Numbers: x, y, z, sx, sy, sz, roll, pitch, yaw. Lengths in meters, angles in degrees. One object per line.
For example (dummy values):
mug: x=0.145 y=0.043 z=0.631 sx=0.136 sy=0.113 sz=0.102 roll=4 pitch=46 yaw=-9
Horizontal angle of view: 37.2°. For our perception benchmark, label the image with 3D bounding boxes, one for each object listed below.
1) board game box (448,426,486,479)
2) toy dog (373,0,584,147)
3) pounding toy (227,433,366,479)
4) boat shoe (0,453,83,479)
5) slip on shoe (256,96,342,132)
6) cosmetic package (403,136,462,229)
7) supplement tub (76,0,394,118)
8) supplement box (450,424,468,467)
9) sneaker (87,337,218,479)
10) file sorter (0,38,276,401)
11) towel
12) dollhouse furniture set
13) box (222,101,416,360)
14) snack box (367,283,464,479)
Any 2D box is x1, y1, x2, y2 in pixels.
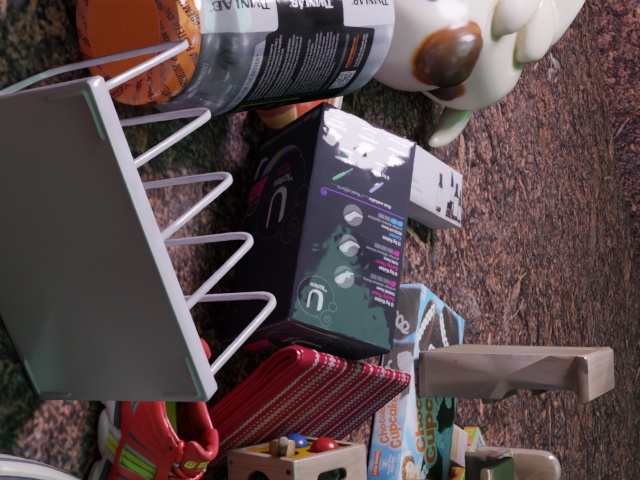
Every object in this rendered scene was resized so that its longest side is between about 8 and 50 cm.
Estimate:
board game box: x=0.252 y=0.467 z=1.675 sx=0.124 sy=0.039 sz=0.259 roll=64 pitch=34 yaw=-31
toy dog: x=0.178 y=-0.341 z=1.469 sx=0.408 sy=0.285 sz=0.395 roll=-17 pitch=137 yaw=-61
pounding toy: x=-0.030 y=0.247 z=1.029 sx=0.141 sy=0.130 sz=0.100 roll=0 pitch=87 yaw=-44
boat shoe: x=-0.191 y=0.339 z=0.774 sx=0.187 sy=0.156 sz=0.500 roll=-40 pitch=130 yaw=-13
slip on shoe: x=-0.018 y=-0.286 z=1.232 sx=0.101 sy=0.123 sz=0.331 roll=24 pitch=71 yaw=-52
cosmetic package: x=0.164 y=-0.090 z=1.567 sx=0.239 sy=0.061 sz=0.098 roll=20 pitch=68 yaw=-57
supplement tub: x=-0.082 y=-0.232 z=1.001 sx=0.316 sy=0.194 sz=0.193 roll=-19 pitch=103 yaw=-49
supplement box: x=0.216 y=0.347 z=1.626 sx=0.098 sy=0.036 sz=0.062 roll=41 pitch=53 yaw=-50
sneaker: x=-0.156 y=0.222 z=0.927 sx=0.107 sy=0.118 sz=0.278 roll=11 pitch=77 yaw=-58
file sorter: x=-0.181 y=-0.021 z=0.845 sx=0.173 sy=0.193 sz=0.277 roll=-49 pitch=128 yaw=-54
towel: x=-0.026 y=0.199 z=1.109 sx=0.275 sy=0.199 sz=0.031 roll=23 pitch=30 yaw=-56
dollhouse furniture set: x=0.300 y=0.360 z=1.434 sx=0.362 sy=0.257 sz=0.394 roll=3 pitch=85 yaw=-61
box: x=0.000 y=0.000 z=1.135 sx=0.143 sy=0.165 sz=0.270 roll=20 pitch=66 yaw=-27
snack box: x=0.156 y=0.250 z=1.512 sx=0.187 sy=0.060 sz=0.321 roll=38 pitch=55 yaw=-52
